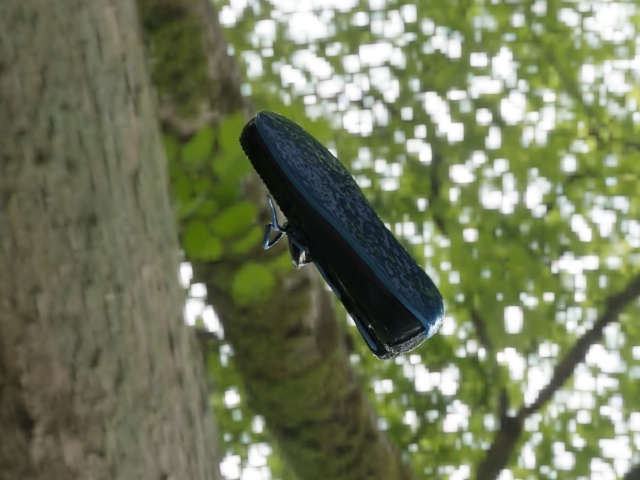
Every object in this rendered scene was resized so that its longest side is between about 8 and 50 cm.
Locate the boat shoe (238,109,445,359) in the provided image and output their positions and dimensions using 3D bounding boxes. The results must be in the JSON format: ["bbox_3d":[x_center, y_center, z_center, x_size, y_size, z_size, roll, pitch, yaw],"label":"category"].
[{"bbox_3d":[0.000,0.000,1.355,0.109,0.089,0.258,-13,-117,-55],"label":"boat shoe"}]
